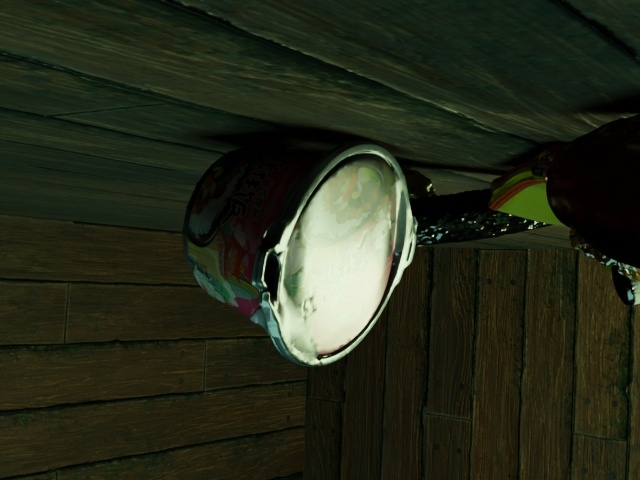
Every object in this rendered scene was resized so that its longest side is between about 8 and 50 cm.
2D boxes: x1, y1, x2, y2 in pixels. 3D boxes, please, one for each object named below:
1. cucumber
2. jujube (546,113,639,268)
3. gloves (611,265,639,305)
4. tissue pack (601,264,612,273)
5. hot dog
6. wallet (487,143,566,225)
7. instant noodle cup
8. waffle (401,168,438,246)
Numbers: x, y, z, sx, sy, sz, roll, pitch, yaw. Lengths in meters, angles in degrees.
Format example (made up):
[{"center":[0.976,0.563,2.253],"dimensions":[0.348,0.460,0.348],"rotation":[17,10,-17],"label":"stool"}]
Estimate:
[{"center":[0.185,-0.033,1.208],"dimensions":[0.300,0.072,0.072],"rotation":[-9,-178,-20],"label":"cucumber"},{"center":[0.295,-0.034,0.758],"dimensions":[0.168,0.168,0.236],"rotation":[4,-177,-34],"label":"jujube"},{"center":[0.632,0.035,1.629],"dimensions":[0.218,0.140,0.131],"rotation":[-20,-160,4],"label":"gloves"},{"center":[0.626,0.014,1.790],"dimensions":[0.127,0.123,0.178],"rotation":[-1,179,-18],"label":"tissue pack"},{"center":[0.497,-0.002,1.505],"dimensions":[0.160,0.099,0.227],"rotation":[32,-161,31],"label":"hot dog"},{"center":[0.289,-0.069,1.068],"dimensions":[0.141,0.067,0.241],"rotation":[8,173,-5],"label":"wallet"},{"center":[-0.040,-0.004,1.054],"dimensions":[0.181,0.258,0.302],"rotation":[18,-178,33],"label":"instant noodle cup"},{"center":[0.063,-0.015,1.284],"dimensions":[0.219,0.057,0.229],"rotation":[-2,143,-17],"label":"waffle"}]
